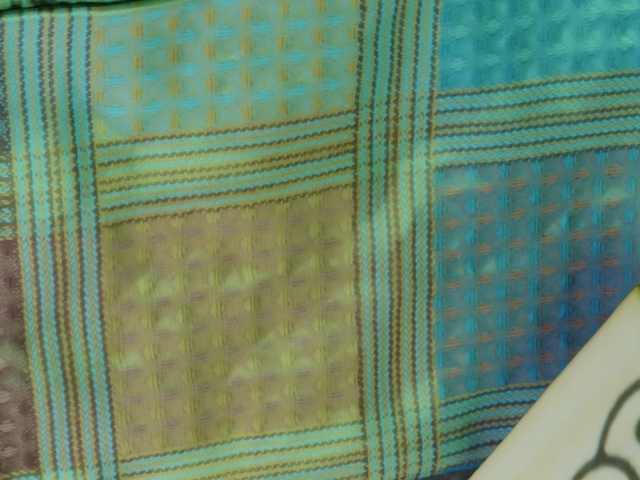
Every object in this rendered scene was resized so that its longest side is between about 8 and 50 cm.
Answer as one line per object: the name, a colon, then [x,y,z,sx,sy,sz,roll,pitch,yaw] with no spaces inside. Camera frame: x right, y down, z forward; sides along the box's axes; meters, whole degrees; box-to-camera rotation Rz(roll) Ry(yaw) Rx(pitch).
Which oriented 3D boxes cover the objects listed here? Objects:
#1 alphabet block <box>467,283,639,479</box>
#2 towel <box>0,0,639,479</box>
alphabet block: [0.184,0.164,0.803,0.193,0.192,0.197,14,127,-34]
towel: [0.000,0.000,0.780,0.370,0.040,0.271,-10,117,-14]
